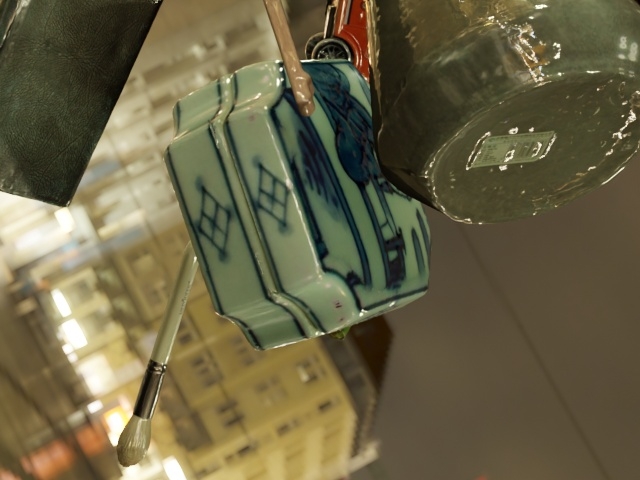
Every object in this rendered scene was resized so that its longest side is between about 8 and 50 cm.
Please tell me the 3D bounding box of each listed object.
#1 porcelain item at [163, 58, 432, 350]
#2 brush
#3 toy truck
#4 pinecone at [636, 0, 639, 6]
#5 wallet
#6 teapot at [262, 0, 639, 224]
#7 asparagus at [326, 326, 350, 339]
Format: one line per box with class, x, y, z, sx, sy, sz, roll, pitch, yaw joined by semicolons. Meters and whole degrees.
porcelain item;-0.014;-0.043;1.639;0.286;0.157;0.282;-10;81;-61
brush;-0.192;0.132;1.895;0.042;0.039;0.299;-49;156;-85
toy truck;0.056;-0.286;1.786;0.107;0.114;0.253;-109;-151;-78
pinecone;0.354;-0.350;1.825;0.246;0.246;0.292;-154;-122;-74
wallet;-0.228;-0.191;1.440;0.045;0.318;0.172;29;8;35
teapot;0.109;-0.201;1.354;0.253;0.300;0.344;73;-1;-59
asparagus;0.057;0.052;1.975;0.030;0.165;0.036;37;-16;-11
